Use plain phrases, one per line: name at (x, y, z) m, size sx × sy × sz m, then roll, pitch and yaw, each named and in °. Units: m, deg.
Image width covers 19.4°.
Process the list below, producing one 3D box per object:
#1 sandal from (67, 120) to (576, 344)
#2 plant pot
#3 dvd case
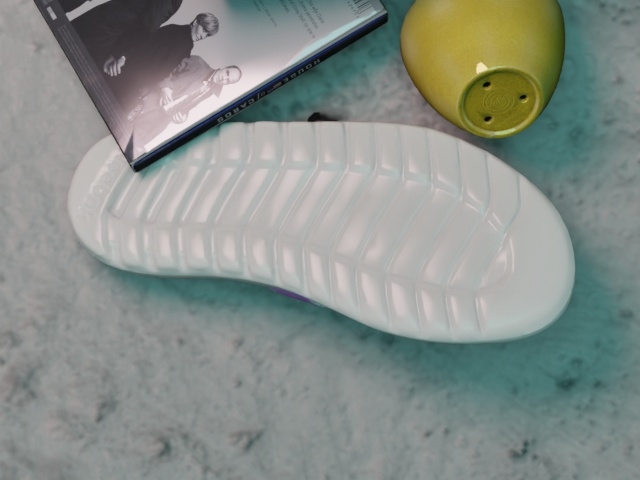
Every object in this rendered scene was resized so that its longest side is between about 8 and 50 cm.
sandal at (0.004, -0.015, 1.511) m, size 0.416 × 0.102 × 0.169 m, roll 13°, pitch 77°, yaw 12°
plant pot at (0.135, -0.135, 1.472) m, size 0.134 × 0.095 × 0.134 m, roll -3°, pitch 129°, yaw -4°
dvd case at (-0.091, -0.189, 1.505) m, size 0.238 × 0.029 × 0.179 m, roll -31°, pitch 74°, yaw -2°
